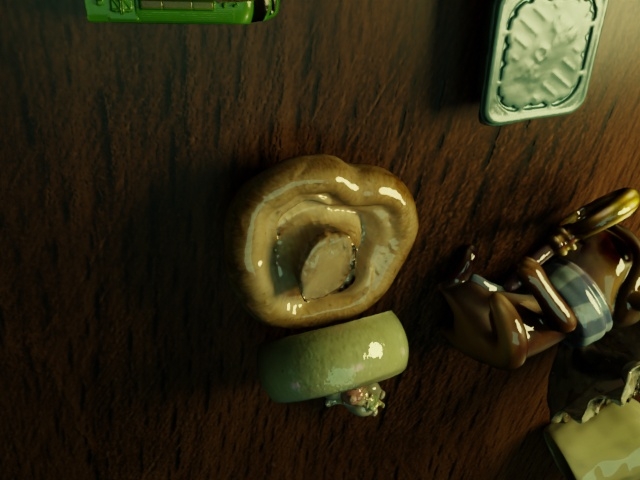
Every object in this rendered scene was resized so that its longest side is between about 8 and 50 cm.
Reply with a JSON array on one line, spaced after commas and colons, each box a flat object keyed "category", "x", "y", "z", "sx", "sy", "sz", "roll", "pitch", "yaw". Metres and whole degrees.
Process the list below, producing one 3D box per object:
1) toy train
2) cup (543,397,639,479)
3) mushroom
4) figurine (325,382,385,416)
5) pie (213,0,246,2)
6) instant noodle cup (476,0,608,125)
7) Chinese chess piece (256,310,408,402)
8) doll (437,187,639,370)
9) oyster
[{"category": "toy train", "x": -0.145, "y": -0.261, "z": 0.610, "sx": 0.209, "sy": 0.042, "sz": 0.044, "roll": -4, "pitch": 124, "yaw": -13}, {"category": "cup", "x": 0.628, "y": 0.471, "z": 1.221, "sx": 0.202, "sy": 0.173, "sz": 0.255, "roll": -25, "pitch": 125, "yaw": 3}, {"category": "mushroom", "x": 0.000, "y": 0.000, "z": 0.759, "sx": 0.278, "sy": 0.146, "sz": 0.278, "roll": -8, "pitch": 118, "yaw": -16}, {"category": "figurine", "x": 0.045, "y": 0.248, "z": 0.970, "sx": 0.146, "sy": 0.081, "sz": 0.098, "roll": 35, "pitch": 144, "yaw": -30}, {"category": "pie", "x": -0.097, "y": -0.381, "z": 0.498, "sx": 0.315, "sy": 0.092, "sz": 0.315, "roll": -14, "pitch": 128, "yaw": -19}, {"category": "instant noodle cup", "x": 0.273, "y": -0.247, "z": 0.720, "sx": 0.157, "sy": 0.070, "sz": 0.179, "roll": -10, "pitch": 124, "yaw": -11}, {"category": "Chinese chess piece", "x": 0.022, "y": 0.173, "z": 0.837, "sx": 0.237, "sy": 0.238, "sz": 0.092, "roll": -14, "pitch": 80, "yaw": -7}, {"category": "doll", "x": 0.362, "y": 0.078, "z": 0.899, "sx": 0.339, "sy": 0.209, "sz": 0.318, "roll": -19, "pitch": 157, "yaw": -1}, {"category": "oyster", "x": 0.537, "y": 0.188, "z": 0.974, "sx": 0.351, "sy": 0.238, "sz": 0.115, "roll": -35, "pitch": 93, "yaw": -23}]
